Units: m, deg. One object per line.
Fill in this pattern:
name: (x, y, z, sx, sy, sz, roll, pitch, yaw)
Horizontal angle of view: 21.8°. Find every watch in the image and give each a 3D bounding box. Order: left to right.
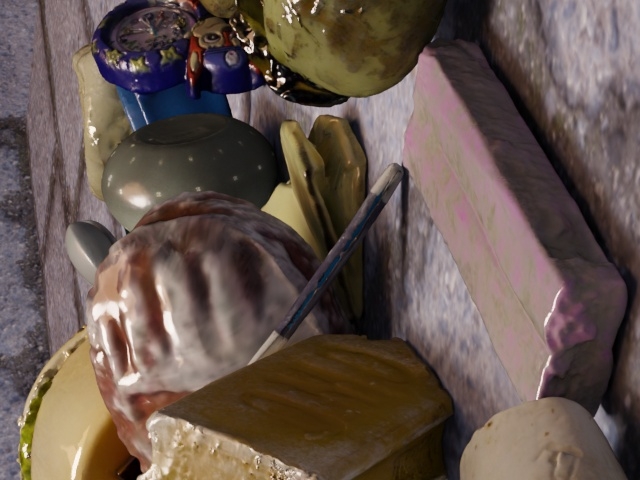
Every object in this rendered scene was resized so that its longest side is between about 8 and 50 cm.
watch: (-0.157, -0.165, 1.858, 0.200, 0.171, 0.196, 83, 171, -46)

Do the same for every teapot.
teapot: (-0.122, 0.001, 1.731, 0.183, 0.183, 0.251, -131, 29, -66)

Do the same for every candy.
candy: (-0.081, 0.104, 1.415, 0.157, 0.214, 0.290, -51, -61, -74)

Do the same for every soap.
soap: (0.004, 0.143, 1.237, 0.160, 0.257, 0.080, 18, 111, 27)

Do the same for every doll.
doll: (-0.190, 0.016, 2.041, 0.258, 0.195, 0.153, 47, 179, 29)

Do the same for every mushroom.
mushroom: (0.146, 0.188, 0.908, 0.225, 0.093, 0.116, -111, 30, -49)

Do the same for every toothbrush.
toothbrush: (-0.017, 0.059, 1.328, 0.288, 0.026, 0.024, -55, 18, 0)

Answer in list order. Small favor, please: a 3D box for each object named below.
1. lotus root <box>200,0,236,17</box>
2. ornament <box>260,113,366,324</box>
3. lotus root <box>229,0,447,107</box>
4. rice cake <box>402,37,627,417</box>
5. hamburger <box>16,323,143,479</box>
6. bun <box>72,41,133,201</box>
lotus root: (-0.095, -0.301, 1.725, 0.179, 0.080, 0.089, 108, 157, -47)
ornament: (0.000, 0.000, 1.488, 0.201, 0.059, 0.180, 108, 145, -55)
lotus root: (0.031, -0.237, 1.148, 0.173, 0.173, 0.309, -110, 24, -47)
rice cake: (0.117, -0.017, 1.064, 0.298, 0.050, 0.106, -112, 24, -51)
hamburger: (-0.158, 0.200, 1.629, 0.176, 0.300, 0.300, 35, 126, 56)
bun: (-0.257, -0.163, 2.222, 0.231, 0.133, 0.231, 175, 90, -83)
